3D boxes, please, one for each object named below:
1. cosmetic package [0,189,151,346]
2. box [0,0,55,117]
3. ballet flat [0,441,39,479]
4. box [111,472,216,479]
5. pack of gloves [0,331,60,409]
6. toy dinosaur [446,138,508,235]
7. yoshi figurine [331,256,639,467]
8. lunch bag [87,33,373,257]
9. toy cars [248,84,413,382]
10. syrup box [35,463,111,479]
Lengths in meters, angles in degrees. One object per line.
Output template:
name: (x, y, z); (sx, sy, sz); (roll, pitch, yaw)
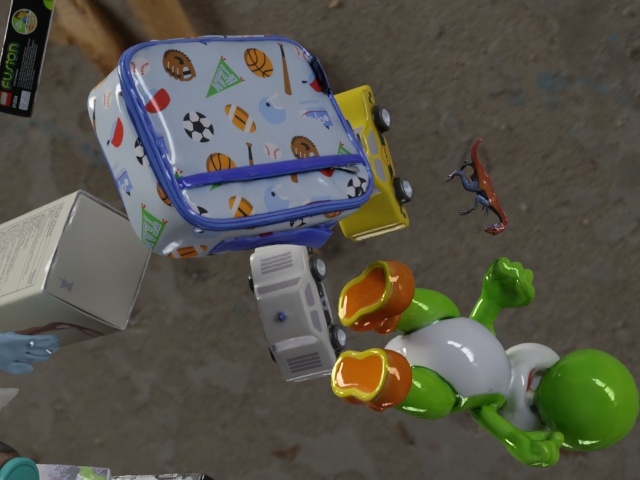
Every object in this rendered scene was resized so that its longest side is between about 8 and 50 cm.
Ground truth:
cosmetic package: (-0.365, 0.052, 1.776); (0.129, 0.153, 0.296); (31, 153, -30)
box: (-0.248, -0.216, 1.157); (0.036, 0.114, 0.206); (11, 100, -14)
ballet flat: (-0.228, 0.254, 0.772); (0.096, 0.095, 0.280); (2, 74, 15)
box: (-0.253, 0.452, 1.801); (0.216, 0.270, 0.060); (-10, 143, 36)
pack of gloves: (-0.433, 0.150, 1.556); (0.195, 0.232, 0.046); (-39, 65, 23)
toy dinosaur: (0.175, -0.048, 1.434); (0.082, 0.047, 0.090); (43, 144, 15)
yoshi figurine: (0.203, 0.142, 1.435); (0.362, 0.203, 0.203); (21, 108, -30)
lunch bag: (-0.085, -0.100, 1.434); (0.115, 0.303, 0.243); (-40, 69, 43)
toy cars: (0.000, 0.000, 1.659); (0.177, 0.087, 0.393); (28, 106, 18)
syrup box: (-0.232, 0.291, 1.196); (0.096, 0.093, 0.237); (3, 147, -4)
